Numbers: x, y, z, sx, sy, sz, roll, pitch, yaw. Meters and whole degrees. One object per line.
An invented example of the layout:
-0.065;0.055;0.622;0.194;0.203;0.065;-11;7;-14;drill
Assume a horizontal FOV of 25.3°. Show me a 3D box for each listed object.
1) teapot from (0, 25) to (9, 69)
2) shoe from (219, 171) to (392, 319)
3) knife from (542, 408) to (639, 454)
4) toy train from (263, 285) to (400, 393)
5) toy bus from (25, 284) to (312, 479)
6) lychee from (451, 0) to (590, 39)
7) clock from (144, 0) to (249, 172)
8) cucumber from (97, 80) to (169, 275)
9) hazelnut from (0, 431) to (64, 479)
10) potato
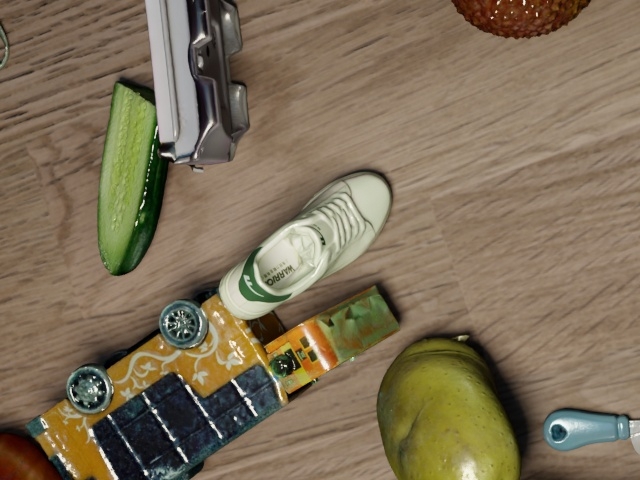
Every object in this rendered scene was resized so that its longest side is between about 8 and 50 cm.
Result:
-0.526;-0.223;1.888;0.239;0.162;0.149;-33;93;-15;teapot
0.000;0.000;1.707;0.265;0.110;0.095;-40;91;-22;shoe
0.392;0.234;1.721;0.244;0.032;0.058;1;91;11;knife
0.015;0.121;1.730;0.099;0.188;0.072;-30;86;39;toy train
-0.188;0.201;1.807;0.323;0.162;0.194;-35;87;13;toy bus
0.233;-0.325;1.652;0.194;0.194;0.194;1;94;15;lychee
-0.151;-0.211;1.759;0.083;0.186;0.253;-5;93;10;clock
-0.236;-0.074;1.849;0.115;0.063;0.243;23;104;48;cucumber
-0.441;0.372;1.861;0.229;0.229;0.229;1;94;15;hazelnut
0.153;0.226;1.695;0.143;0.248;0.169;4;124;-24;potato
